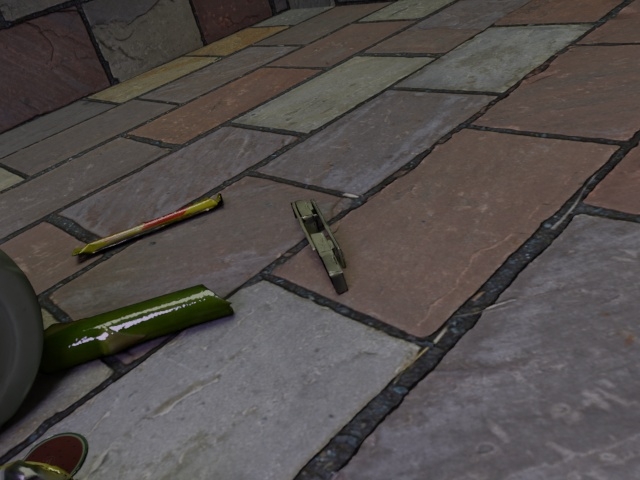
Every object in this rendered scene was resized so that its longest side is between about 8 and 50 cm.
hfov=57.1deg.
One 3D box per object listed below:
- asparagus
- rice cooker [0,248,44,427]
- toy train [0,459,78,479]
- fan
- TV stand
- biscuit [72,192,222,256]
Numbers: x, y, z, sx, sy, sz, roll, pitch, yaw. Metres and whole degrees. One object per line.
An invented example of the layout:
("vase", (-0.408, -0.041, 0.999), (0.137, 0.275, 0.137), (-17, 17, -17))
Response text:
("asparagus", (-0.258, 0.115, 0.808), (0.278, 0.060, 0.067), (-18, 20, -5))
("rice cooker", (-0.524, 0.104, 0.701), (0.325, 0.335, 0.335), (14, 42, 42))
("toy train", (-0.265, 0.267, 0.445), (0.261, 0.177, 0.134), (-5, 32, 16))
("fan", (-0.327, 0.254, 0.665), (0.134, 0.005, 0.085), (-10, 32, 9))
("TV stand", (0.000, 0.000, 0.895), (0.042, 0.036, 0.249), (-18, 30, -6))
("biscuit", (-0.320, -0.027, 1.106), (0.292, 0.026, 0.048), (-22, 11, -10))
